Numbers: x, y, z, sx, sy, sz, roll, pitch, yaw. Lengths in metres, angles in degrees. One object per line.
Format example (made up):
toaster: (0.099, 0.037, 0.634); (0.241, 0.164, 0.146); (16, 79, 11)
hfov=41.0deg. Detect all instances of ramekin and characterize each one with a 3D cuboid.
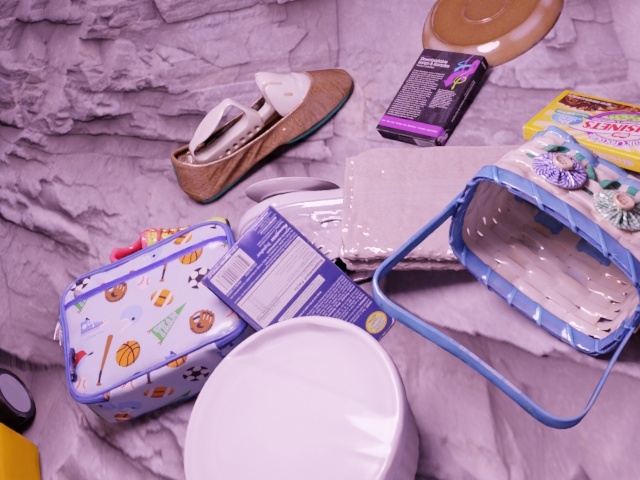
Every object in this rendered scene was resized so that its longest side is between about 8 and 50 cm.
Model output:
ramekin: (-0.011, 0.233, 0.984); (0.272, 0.127, 0.273); (-15, 54, 21)

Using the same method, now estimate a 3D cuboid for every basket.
basket: (0.230, 0.028, 0.924); (0.254, 0.201, 0.289); (35, 67, 18)

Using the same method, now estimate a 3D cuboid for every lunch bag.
lunch bag: (-0.235, 0.110, 1.233); (0.303, 0.115, 0.243); (-22, 53, 7)

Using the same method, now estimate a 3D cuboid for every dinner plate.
dinner plate: (-0.040, -0.066, 1.261); (0.141, 0.141, 0.017); (-10, 76, 26)

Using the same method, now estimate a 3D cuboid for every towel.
towel: (0.165, -0.042, 1.116); (0.282, 0.049, 0.187); (0, 55, 8)

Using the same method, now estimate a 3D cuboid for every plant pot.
plant pot: (0.269, -0.369, 1.378); (0.236, 0.032, 0.236); (-18, 47, 20)

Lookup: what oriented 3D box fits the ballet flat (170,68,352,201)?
ballet flat: (-0.107, -0.201, 1.416); (0.342, 0.124, 0.116); (-35, 44, 4)

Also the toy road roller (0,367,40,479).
toy road roller: (-0.551, 0.303, 1.206); (0.202, 0.240, 0.329); (-34, 44, 5)

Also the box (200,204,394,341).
box: (-0.028, 0.079, 1.122); (0.225, 0.036, 0.136); (42, 80, 0)

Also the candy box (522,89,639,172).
candy box: (0.376, -0.141, 1.107); (0.105, 0.027, 0.206); (-41, 42, -24)

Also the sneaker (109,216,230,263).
sneaker: (-0.239, 0.013, 1.347); (0.208, 0.094, 0.081); (-27, 45, 11)

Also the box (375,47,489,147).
box: (0.171, -0.219, 1.310); (0.116, 0.029, 0.162); (20, 75, 42)

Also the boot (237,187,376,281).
boot: (0.000, 0.000, 1.198); (0.258, 0.095, 0.123); (-13, 49, 17)
